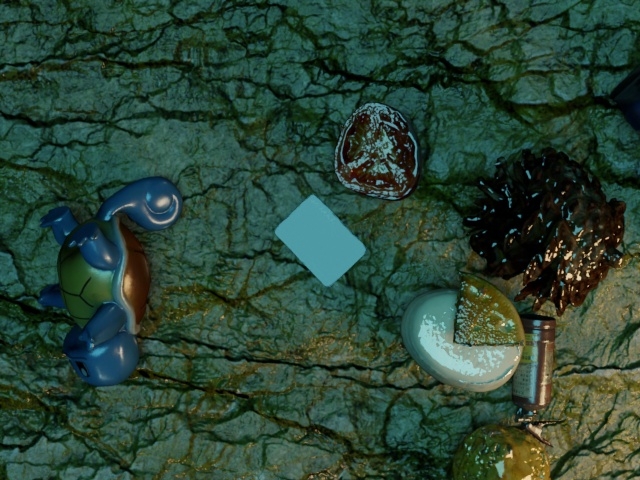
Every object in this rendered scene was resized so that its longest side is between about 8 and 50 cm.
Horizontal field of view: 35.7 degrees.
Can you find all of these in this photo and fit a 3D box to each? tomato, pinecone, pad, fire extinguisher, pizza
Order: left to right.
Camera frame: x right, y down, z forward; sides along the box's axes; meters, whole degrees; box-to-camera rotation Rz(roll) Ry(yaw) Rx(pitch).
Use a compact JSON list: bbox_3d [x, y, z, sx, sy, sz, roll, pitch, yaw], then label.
[{"bbox_3d":[0.000,0.000,1.919,0.112,0.003,0.157,-44,89,5],"label":"pad"},{"bbox_3d":[0.115,-0.168,1.863,0.167,0.082,0.174,14,98,7],"label":"tomato"},{"bbox_3d":[0.286,0.142,1.767,0.178,0.041,0.131,37,79,4],"label":"pizza"},{"bbox_3d":[0.392,-0.020,1.765,0.296,0.298,0.242,46,135,8],"label":"pinecone"},{"bbox_3d":[0.415,0.268,1.868,0.106,0.075,0.251,2,93,3],"label":"fire extinguisher"}]

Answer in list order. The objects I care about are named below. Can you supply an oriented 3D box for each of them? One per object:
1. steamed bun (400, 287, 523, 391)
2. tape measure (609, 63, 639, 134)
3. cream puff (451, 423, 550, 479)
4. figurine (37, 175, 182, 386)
[{"bbox_3d":[0.258,0.183,1.846,0.228,0.131,0.177,21,83,3],"label":"steamed bun"},{"bbox_3d":[0.673,-0.282,1.741,0.259,0.262,0.138,-43,99,6],"label":"tape measure"},{"bbox_3d":[0.339,0.431,1.857,0.189,0.129,0.188,0,93,1],"label":"cream puff"},{"bbox_3d":[-0.417,0.062,1.862,0.298,0.243,0.416,18,92,46],"label":"figurine"}]
